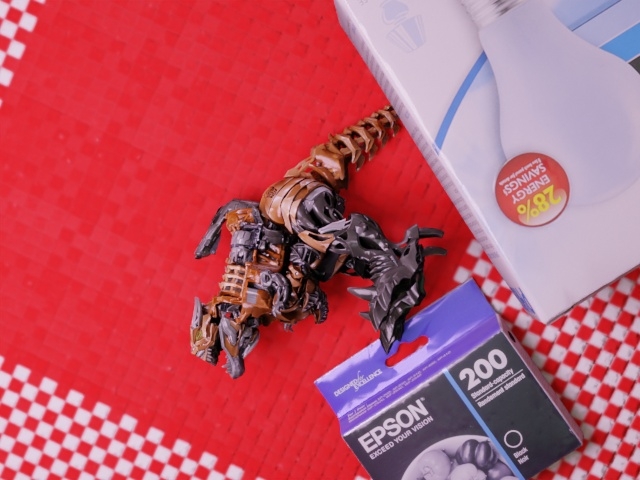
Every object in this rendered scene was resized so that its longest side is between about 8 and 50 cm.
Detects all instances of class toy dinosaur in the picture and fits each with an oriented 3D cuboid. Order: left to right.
[{"bbox_3d":[0.000,0.000,1.854,0.218,0.164,0.322,32,104,14],"label":"toy dinosaur"}]

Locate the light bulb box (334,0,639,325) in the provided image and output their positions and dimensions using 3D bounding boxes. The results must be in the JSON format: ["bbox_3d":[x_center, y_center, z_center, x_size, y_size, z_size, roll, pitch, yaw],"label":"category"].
[{"bbox_3d":[0.254,-0.164,1.730,0.358,0.225,0.361,-33,88,3],"label":"light bulb box"}]

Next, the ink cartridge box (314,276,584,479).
[{"bbox_3d":[0.131,0.179,1.923,0.206,0.045,0.208,-35,94,9],"label":"ink cartridge box"}]
